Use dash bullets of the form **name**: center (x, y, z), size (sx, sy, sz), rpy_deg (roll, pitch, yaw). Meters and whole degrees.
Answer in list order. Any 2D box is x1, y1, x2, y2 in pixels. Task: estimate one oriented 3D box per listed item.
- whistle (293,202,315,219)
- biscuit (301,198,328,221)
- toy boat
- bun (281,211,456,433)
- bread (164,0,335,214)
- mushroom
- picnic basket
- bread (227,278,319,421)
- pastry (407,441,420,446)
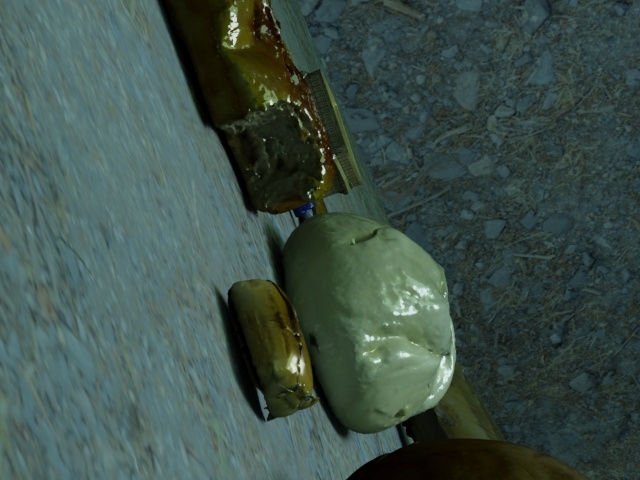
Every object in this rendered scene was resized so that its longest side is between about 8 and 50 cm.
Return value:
- **whistle**: center (-0.025, -0.047, 1.910), size (0.083, 0.029, 0.033), rpy_deg (58, 8, 1)
- **biscuit**: center (0.004, 0.007, 2.020), size (0.206, 0.025, 0.126), rpy_deg (-91, 159, -70)
- **toy boat**: center (0.211, 0.329, 2.218), size (0.162, 0.136, 0.445), rpy_deg (99, -27, -48)
- **bun**: center (0.062, 0.076, 1.649), size (0.259, 0.160, 0.259), rpy_deg (-24, 90, -84)
- **bread**: center (-0.084, -0.210, 1.547), size (0.185, 0.109, 0.380), rpy_deg (19, 52, -84)
- **mushroom**: center (0.076, 0.280, 1.154), size (0.208, 0.301, 0.233), rpy_deg (26, -4, 16)
- **picnic basket**: center (-0.006, -0.147, 2.218), size (0.115, 0.080, 0.164), rpy_deg (63, 9, -60)
- **bread**: center (-0.036, 0.082, 1.201), size (0.072, 0.053, 0.106), rpy_deg (68, -1, -51)
- **pastry**: center (0.141, 0.302, 1.847), size (0.153, 0.081, 0.153), rpy_deg (34, 4, -3)
